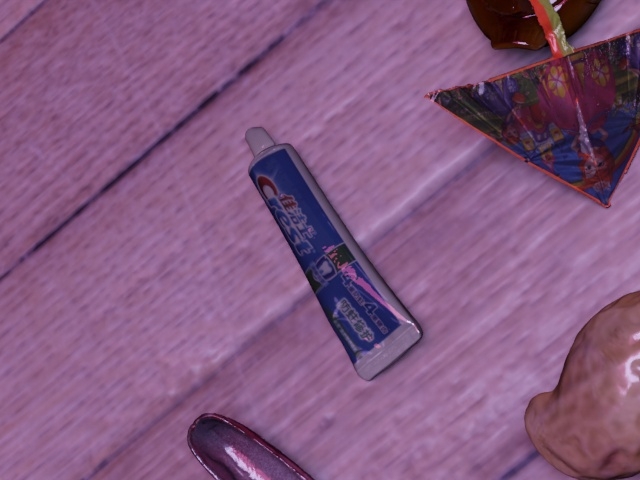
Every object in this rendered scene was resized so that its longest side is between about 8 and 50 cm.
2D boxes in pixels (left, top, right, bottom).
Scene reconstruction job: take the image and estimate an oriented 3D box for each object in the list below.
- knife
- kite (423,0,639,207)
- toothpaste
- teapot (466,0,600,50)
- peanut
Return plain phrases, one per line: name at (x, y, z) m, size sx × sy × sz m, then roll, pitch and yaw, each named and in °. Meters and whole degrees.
knife at (0.016, 0.211, 0.749) m, size 0.278 × 0.053 × 0.123 m, roll 41°, pitch 98°, yaw 25°
kite at (0.156, -0.096, 0.763) m, size 0.190 × 0.010 × 0.159 m, roll -18°, pitch 98°, yaw -14°
toothpaste at (0.000, 0.000, 0.821) m, size 0.057 × 0.034 × 0.197 m, roll -42°, pitch 66°, yaw 24°
teapot at (0.136, -0.180, 0.788) m, size 0.098 × 0.078 × 0.129 m, roll 8°, pitch 80°, yaw 23°
peanut at (0.222, 0.066, 0.690) m, size 0.227 × 0.085 × 0.104 m, roll -22°, pitch 81°, yaw 17°
